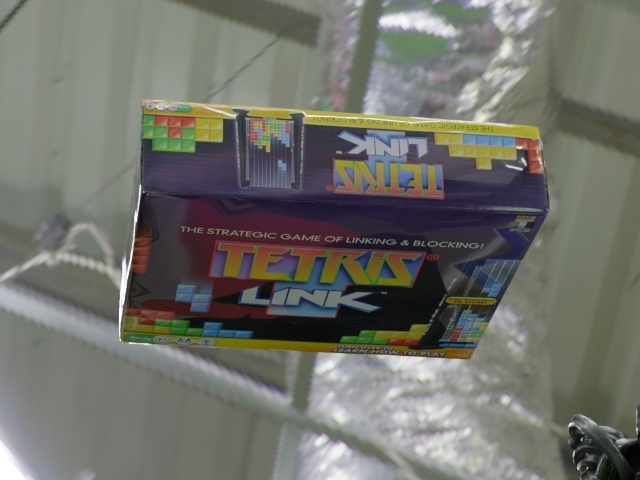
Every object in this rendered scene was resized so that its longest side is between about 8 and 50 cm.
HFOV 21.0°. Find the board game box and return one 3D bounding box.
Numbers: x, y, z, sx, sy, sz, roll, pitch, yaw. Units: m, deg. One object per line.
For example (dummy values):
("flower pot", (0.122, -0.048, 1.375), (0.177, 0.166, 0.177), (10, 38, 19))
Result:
("board game box", (0.000, 0.000, 0.764), (0.170, 0.048, 0.141), (3, -29, -8))

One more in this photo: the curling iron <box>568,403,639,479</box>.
("curling iron", (0.152, 0.161, 0.518), (0.035, 0.068, 0.274), (-31, -84, 4))
